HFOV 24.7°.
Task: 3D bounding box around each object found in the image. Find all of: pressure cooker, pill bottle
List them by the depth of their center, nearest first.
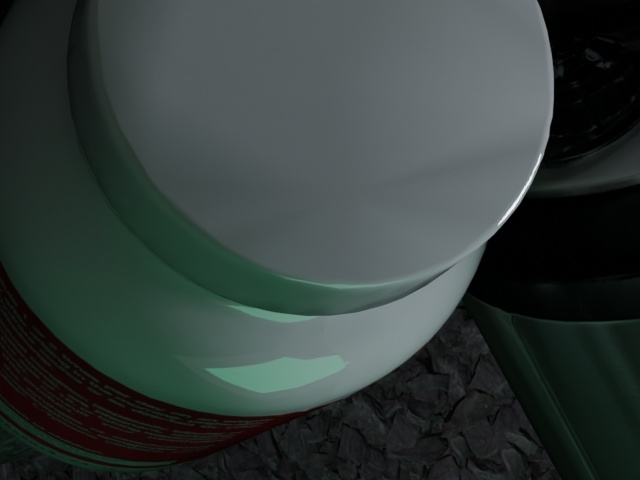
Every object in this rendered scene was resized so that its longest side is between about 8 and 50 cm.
[{"bbox_3d":[-0.057,-0.020,0.693,0.229,0.229,0.408,-14,171,-21],"label":"pill bottle"},{"bbox_3d":[0.256,-0.016,0.777,0.370,0.420,0.375,-25,-157,14],"label":"pressure cooker"}]
